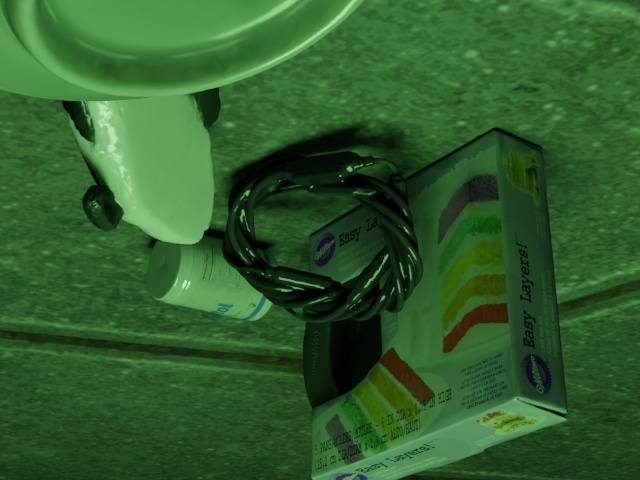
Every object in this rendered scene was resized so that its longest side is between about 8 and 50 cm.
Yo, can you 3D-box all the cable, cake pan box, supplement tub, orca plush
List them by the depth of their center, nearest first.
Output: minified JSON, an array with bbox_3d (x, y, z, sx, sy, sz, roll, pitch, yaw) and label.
[{"bbox_3d":[-0.170,-0.097,1.098,0.102,0.151,0.287,20,170,29],"label":"orca plush"},{"bbox_3d":[0.000,0.000,1.276,0.185,0.047,0.150,-9,111,28],"label":"cable"},{"bbox_3d":[0.089,0.068,1.298,0.070,0.245,0.267,21,147,-33],"label":"cake pan box"},{"bbox_3d":[-0.099,0.033,1.407,0.107,0.071,0.071,14,150,-31],"label":"supplement tub"}]

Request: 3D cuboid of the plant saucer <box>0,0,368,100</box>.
[{"bbox_3d":[-0.071,-0.177,0.809,0.401,0.100,0.400,-17,155,-8],"label":"plant saucer"}]
